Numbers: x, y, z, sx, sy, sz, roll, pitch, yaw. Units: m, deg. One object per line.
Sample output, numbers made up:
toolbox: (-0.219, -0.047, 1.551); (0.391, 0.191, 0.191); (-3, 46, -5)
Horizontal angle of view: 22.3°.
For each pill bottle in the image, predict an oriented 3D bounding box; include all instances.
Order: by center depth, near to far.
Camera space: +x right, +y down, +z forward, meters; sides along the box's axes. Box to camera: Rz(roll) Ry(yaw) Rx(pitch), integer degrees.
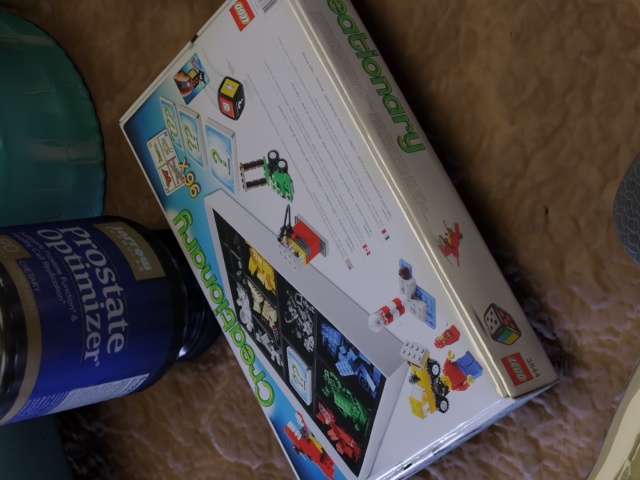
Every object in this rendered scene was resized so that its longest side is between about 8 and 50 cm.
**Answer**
pill bottle: (-0.164, 0.047, 1.047); (0.123, 0.219, 0.123); (5, 99, 36)

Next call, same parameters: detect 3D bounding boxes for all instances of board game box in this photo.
board game box: (0.000, 0.000, 1.008); (0.193, 0.053, 0.305); (-40, 72, 43)

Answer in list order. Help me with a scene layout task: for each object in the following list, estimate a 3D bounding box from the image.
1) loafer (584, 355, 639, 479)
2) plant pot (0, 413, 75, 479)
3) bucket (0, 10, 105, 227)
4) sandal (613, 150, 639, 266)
loafer: (0.186, 0.158, 0.876); (0.092, 0.102, 0.268); (32, 112, 36)
plant pot: (-0.281, 0.218, 1.141); (0.272, 0.272, 0.255); (-7, 80, 36)
bucket: (-0.303, -0.050, 1.161); (0.281, 0.183, 0.281); (4, 97, 35)
sandal: (0.243, -0.083, 0.847); (0.097, 0.054, 0.254); (58, 133, 25)
